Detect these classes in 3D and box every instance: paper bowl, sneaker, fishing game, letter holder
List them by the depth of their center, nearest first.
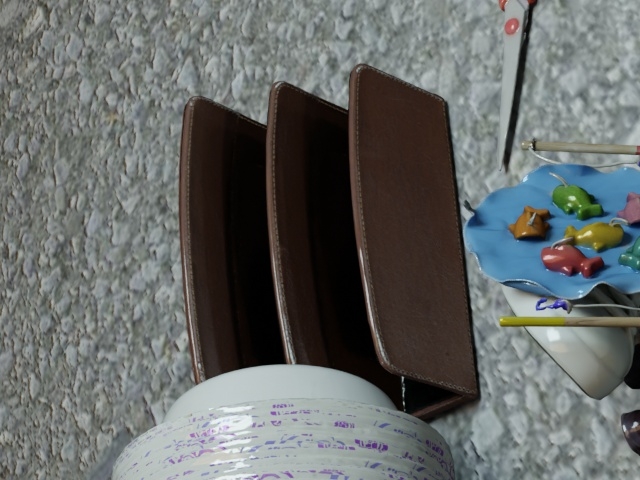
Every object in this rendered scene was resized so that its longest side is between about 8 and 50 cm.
[{"bbox_3d":[0.196,-0.017,1.353,0.189,0.041,0.264,3,32,13],"label":"fishing game"},{"bbox_3d":[0.212,0.015,1.397,0.123,0.106,0.290,-42,12,18],"label":"sneaker"},{"bbox_3d":[-0.030,0.205,1.523,0.284,0.284,0.148,-30,49,36],"label":"paper bowl"},{"bbox_3d":[0.000,0.000,1.627,0.152,0.214,0.301,-27,55,38],"label":"letter holder"}]

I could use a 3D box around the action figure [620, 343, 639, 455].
[{"bbox_3d":[0.343,0.062,1.317,0.285,0.099,0.185,-30,52,36],"label":"action figure"}]

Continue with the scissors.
[{"bbox_3d":[0.182,-0.211,1.664,0.109,0.021,0.297,-25,56,37],"label":"scissors"}]
